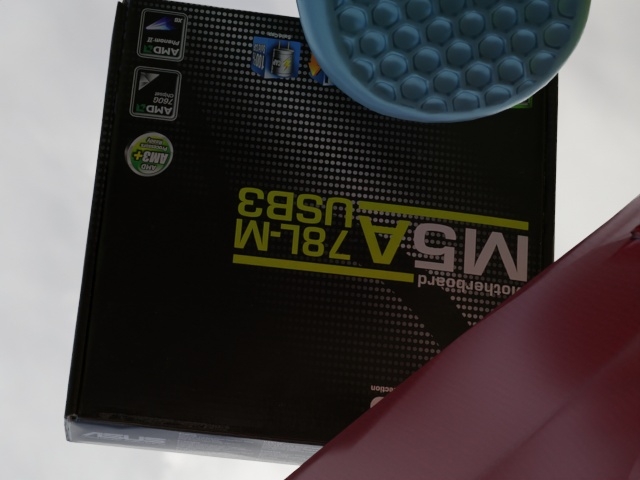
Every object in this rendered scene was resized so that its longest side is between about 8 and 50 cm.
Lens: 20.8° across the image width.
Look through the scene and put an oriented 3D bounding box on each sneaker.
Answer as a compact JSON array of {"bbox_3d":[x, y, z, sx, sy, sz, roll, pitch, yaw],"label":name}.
[{"bbox_3d":[0.019,-0.221,0.589,0.208,0.127,0.319,-98,5,-61],"label":"sneaker"}]

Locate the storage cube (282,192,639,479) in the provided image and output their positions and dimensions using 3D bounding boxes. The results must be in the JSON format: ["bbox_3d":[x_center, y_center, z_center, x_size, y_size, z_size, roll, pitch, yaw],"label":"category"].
[{"bbox_3d":[0.114,0.103,0.436,0.215,0.193,0.184,54,167,-12],"label":"storage cube"}]

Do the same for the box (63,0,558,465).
[{"bbox_3d":[0.000,0.000,0.711,0.191,0.045,0.184,7,-114,-5],"label":"box"}]
